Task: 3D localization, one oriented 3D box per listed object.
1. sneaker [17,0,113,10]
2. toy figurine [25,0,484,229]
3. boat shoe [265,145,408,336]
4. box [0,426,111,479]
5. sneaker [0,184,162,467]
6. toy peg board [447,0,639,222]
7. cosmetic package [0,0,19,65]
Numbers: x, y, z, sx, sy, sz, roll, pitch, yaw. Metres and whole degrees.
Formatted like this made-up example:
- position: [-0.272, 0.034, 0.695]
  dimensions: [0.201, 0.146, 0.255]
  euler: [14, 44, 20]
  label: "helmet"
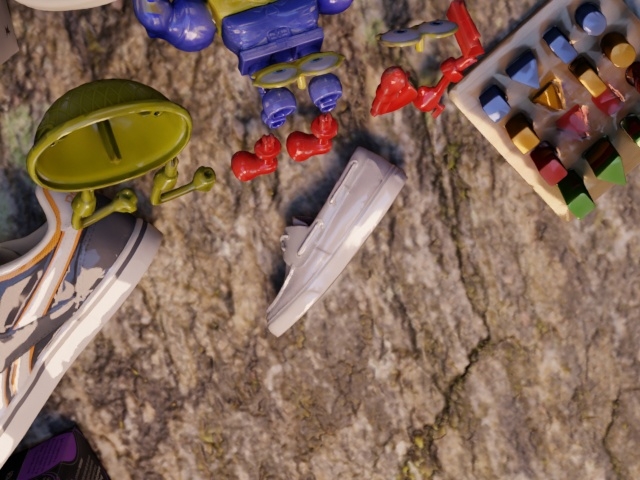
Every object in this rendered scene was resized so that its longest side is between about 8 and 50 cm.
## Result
- position: [-0.077, -0.272, 0.997]
  dimensions: [0.350, 0.148, 0.131]
  euler: [-28, 90, 6]
  label: "sneaker"
- position: [-0.077, -0.178, 1.101]
  dimensions: [0.362, 0.191, 0.217]
  euler: [-18, 75, -7]
  label: "toy figurine"
- position: [0.000, 0.000, 1.193]
  dimensions: [0.063, 0.066, 0.184]
  euler: [38, 108, 3]
  label: "boat shoe"
- position: [-0.230, 0.338, 1.257]
  dimensions: [0.143, 0.165, 0.270]
  euler: [-26, 107, 9]
  label: "box"
- position: [-0.279, 0.088, 1.193]
  dimensions: [0.127, 0.126, 0.321]
  euler: [35, 95, -16]
  label: "sneaker"
- position: [0.220, -0.112, 1.140]
  dimensions: [0.161, 0.079, 0.160]
  euler: [-42, 104, 13]
  label: "toy peg board"
- position: [-0.338, -0.279, 0.977]
  dimensions: [0.097, 0.284, 0.377]
  euler: [-10, 110, 4]
  label: "cosmetic package"
